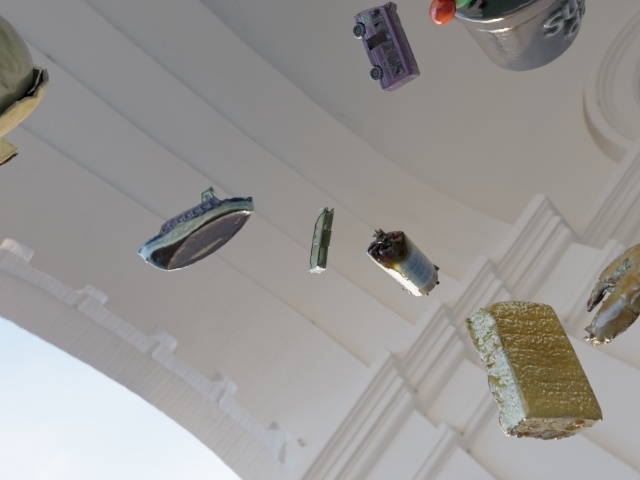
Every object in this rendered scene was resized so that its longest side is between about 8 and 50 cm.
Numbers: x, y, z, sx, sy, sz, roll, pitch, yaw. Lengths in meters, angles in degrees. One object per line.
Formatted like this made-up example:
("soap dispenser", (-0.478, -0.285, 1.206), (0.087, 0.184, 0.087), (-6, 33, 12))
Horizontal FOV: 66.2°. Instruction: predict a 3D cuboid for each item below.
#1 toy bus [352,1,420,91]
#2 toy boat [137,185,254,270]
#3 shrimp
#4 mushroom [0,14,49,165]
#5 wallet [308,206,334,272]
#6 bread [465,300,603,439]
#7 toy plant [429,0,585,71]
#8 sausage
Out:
("toy bus", (0.149, -0.429, 1.089), (0.087, 0.099, 0.178), (-28, -84, -56))
("toy boat", (-0.265, -0.033, 1.039), (0.262, 0.115, 0.114), (-36, -31, -9))
("shrimp", (0.466, 0.086, 0.763), (0.052, 0.132, 0.187), (31, -71, 8))
("mushroom", (-0.255, -0.087, 0.310), (0.154, 0.154, 0.122), (-33, -50, -16))
("wallet", (0.000, 0.000, 1.209), (0.040, 0.110, 0.154), (9, -100, -7))
("bread", (0.432, 0.262, 1.017), (0.185, 0.274, 0.114), (6, -46, -12))
("toy plant", (0.238, -0.386, 0.628), (0.279, 0.185, 0.400), (-40, -31, 19))
("sausage", (0.218, 0.049, 1.370), (0.317, 0.125, 0.117), (40, -130, -47))
